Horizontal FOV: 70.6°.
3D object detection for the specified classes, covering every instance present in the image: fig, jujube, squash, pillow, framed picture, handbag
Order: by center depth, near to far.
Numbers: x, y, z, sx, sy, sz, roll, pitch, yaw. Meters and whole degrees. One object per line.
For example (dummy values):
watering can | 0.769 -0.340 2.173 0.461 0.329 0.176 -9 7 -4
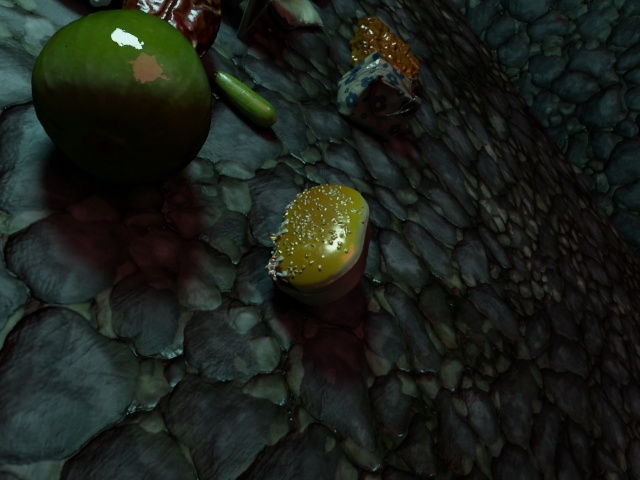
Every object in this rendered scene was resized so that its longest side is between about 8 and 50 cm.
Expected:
fig | -0.337 -0.272 0.826 0.316 0.316 0.316 21 52 -30
jujube | -0.358 -0.495 1.041 0.216 0.216 0.342 24 62 -28
squash | -0.198 -0.369 1.177 0.201 0.066 0.066 38 45 -15
framed picture | -0.144 -0.761 1.289 0.020 0.324 0.240 27 47 -10
handbag | 0.200 -0.482 1.499 0.252 0.193 0.190 20 56 -29
pillow | -0.089 -0.790 1.553 0.148 0.050 0.230 58 40 -2

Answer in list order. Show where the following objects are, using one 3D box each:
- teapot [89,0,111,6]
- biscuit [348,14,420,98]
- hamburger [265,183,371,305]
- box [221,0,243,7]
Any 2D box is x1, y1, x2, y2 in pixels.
teapot | -0.519 -0.641 1.020 0.204 0.139 0.298 -13 70 -46
biscuit | 0.253 -0.696 1.744 0.312 0.110 0.318 30 48 -25
hamburger | 0.000 0.000 1.005 0.151 0.227 0.295 55 34 -34
box | -0.262 -0.737 1.299 0.111 0.156 0.060 13 93 -33
